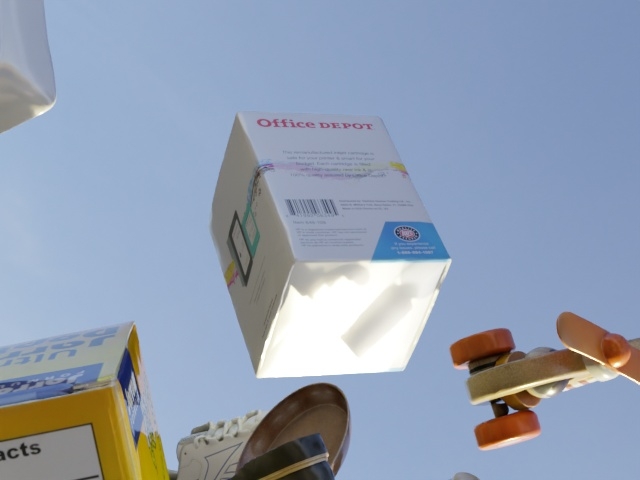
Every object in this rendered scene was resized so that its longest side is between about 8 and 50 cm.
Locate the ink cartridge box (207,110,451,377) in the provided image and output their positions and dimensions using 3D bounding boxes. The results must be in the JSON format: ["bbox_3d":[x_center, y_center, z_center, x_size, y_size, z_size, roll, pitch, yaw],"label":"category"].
[{"bbox_3d":[0.000,0.000,1.618,0.270,0.198,0.197,-111,-150,-43],"label":"ink cartridge box"}]

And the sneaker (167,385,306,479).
[{"bbox_3d":[-0.108,0.274,1.663,0.129,0.111,0.297,44,-65,-1],"label":"sneaker"}]

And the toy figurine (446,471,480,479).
[{"bbox_3d":[0.153,0.379,1.496,0.148,0.213,0.209,-16,-123,22],"label":"toy figurine"}]

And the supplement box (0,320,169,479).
[{"bbox_3d":[-0.187,0.257,0.894,0.195,0.194,0.356,-122,-158,-81],"label":"supplement box"}]

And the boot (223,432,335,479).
[{"bbox_3d":[-0.046,0.265,1.147,0.198,0.077,0.137,-40,-112,46],"label":"boot"}]

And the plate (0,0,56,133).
[{"bbox_3d":[-0.400,-0.174,1.313,0.045,0.278,0.277,58,11,-47],"label":"plate"}]

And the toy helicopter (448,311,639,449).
[{"bbox_3d":[0.350,0.144,1.653,0.235,0.355,0.140,129,-52,-65],"label":"toy helicopter"}]

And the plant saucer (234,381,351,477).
[{"bbox_3d":[-0.025,0.232,1.450,0.029,0.168,0.168,41,-22,-27],"label":"plant saucer"}]
